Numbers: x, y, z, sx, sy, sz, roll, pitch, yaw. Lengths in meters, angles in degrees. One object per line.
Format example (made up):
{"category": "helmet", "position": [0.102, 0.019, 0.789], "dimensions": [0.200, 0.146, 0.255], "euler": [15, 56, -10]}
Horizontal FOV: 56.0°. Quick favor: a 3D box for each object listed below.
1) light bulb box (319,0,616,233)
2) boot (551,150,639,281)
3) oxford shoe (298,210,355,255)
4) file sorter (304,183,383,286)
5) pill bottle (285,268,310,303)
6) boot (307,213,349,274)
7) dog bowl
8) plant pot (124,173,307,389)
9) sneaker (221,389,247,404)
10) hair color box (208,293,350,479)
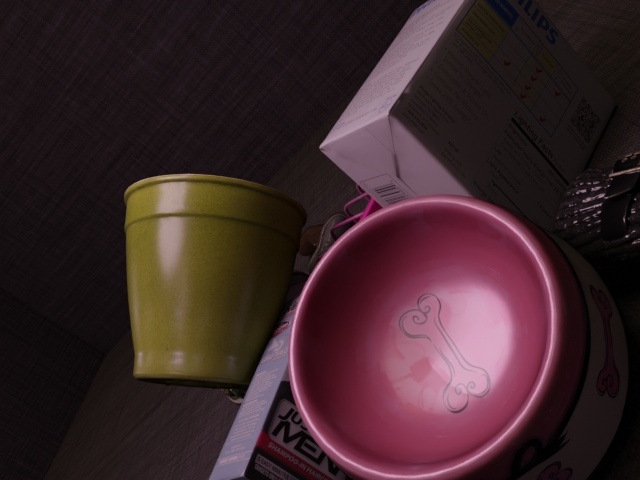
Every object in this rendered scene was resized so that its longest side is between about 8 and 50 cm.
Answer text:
{"category": "light bulb box", "position": [0.259, -0.200, 1.037], "dimensions": [0.361, 0.358, 0.225], "euler": [-56, 21, -20]}
{"category": "boot", "position": [0.457, -0.098, 0.743], "dimensions": [0.348, 0.131, 0.260], "euler": [-41, -1, -20]}
{"category": "oxford shoe", "position": [0.000, 0.000, 1.706], "dimensions": [0.227, 0.083, 0.096], "euler": [-33, 29, 45]}
{"category": "file sorter", "position": [0.126, 0.016, 1.190], "dimensions": [0.182, 0.202, 0.290], "euler": [-28, 28, 56]}
{"category": "pill bottle", "position": [-0.042, 0.164, 1.345], "dimensions": [0.169, 0.169, 0.301], "euler": [-52, 18, -6]}
{"category": "boot", "position": [0.047, 0.023, 1.437], "dimensions": [0.189, 0.076, 0.208], "euler": [-69, 13, -6]}
{"category": "dog bowl", "position": [0.136, 0.125, 0.722], "dimensions": [0.408, 0.150, 0.407], "euler": [-18, 56, 29]}
{"category": "plant pot", "position": [-0.222, 0.105, 1.177], "dimensions": [0.366, 0.367, 0.352], "euler": [-23, 59, 55]}
{"category": "sneaker", "position": [-0.195, 0.292, 1.430], "dimensions": [0.158, 0.182, 0.410], "euler": [-58, 19, -20]}
{"category": "hair color box", "position": [-0.021, 0.280, 1.038], "dimensions": [0.114, 0.185, 0.374], "euler": [-33, 25, 43]}
